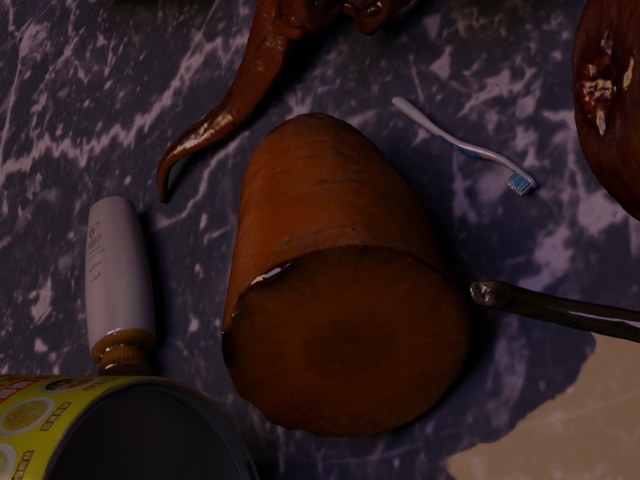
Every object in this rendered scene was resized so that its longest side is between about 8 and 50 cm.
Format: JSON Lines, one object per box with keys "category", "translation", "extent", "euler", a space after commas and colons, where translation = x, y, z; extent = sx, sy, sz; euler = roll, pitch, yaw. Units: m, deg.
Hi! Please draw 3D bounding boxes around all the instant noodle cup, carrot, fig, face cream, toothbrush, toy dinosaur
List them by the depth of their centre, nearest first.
{"category": "fig", "translation": [0.237, -0.079, 0.578], "extent": [0.175, 0.207, 0.175], "euler": [174, 90, -80]}
{"category": "instant noodle cup", "translation": [-0.191, 0.220, 0.785], "extent": [0.221, 0.311, 0.311], "euler": [-13, 63, 33]}
{"category": "carrot", "translation": [0.000, 0.000, 0.789], "extent": [0.159, 0.159, 0.225], "euler": [-44, 36, 24]}
{"category": "toothbrush", "translation": [0.098, -0.071, 0.806], "extent": [0.017, 0.014, 0.162], "euler": [-44, 42, -2]}
{"category": "toy dinosaur", "translation": [-0.019, -0.195, 0.928], "extent": [0.432, 0.097, 0.208], "euler": [-58, 32, 7]}
{"category": "face cream", "translation": [-0.180, 0.044, 1.020], "extent": [0.072, 0.051, 0.182], "euler": [-35, 49, 30]}

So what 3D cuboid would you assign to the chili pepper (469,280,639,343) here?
{"category": "chili pepper", "translation": [0.242, 0.066, 0.493], "extent": [0.338, 0.134, 0.131], "euler": [31, 82, 45]}
